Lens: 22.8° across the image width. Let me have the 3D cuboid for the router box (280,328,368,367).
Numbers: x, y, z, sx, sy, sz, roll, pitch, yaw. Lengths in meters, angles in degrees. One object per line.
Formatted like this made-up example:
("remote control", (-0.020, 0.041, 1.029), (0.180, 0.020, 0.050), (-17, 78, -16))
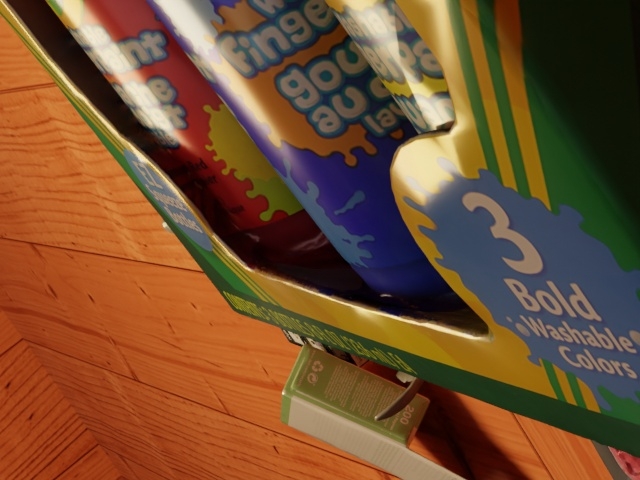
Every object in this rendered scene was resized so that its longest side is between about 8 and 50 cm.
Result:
("router box", (-0.025, 0.022, 1.407), (0.133, 0.046, 0.179), (13, 138, 60))

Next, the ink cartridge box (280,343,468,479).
("ink cartridge box", (0.077, 0.179, 1.424), (0.235, 0.056, 0.171), (24, 165, 4))

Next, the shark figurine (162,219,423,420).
("shark figurine", (0.028, 0.003, 1.231), (0.278, 0.166, 0.116), (42, -167, -28))

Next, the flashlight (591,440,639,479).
("flashlight", (0.213, 0.123, 0.995), (0.304, 0.103, 0.103), (60, -163, -11))

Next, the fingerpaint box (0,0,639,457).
("fingerpaint box", (-0.003, -0.122, 0.598), (0.371, 0.163, 0.445), (53, 163, -21))
